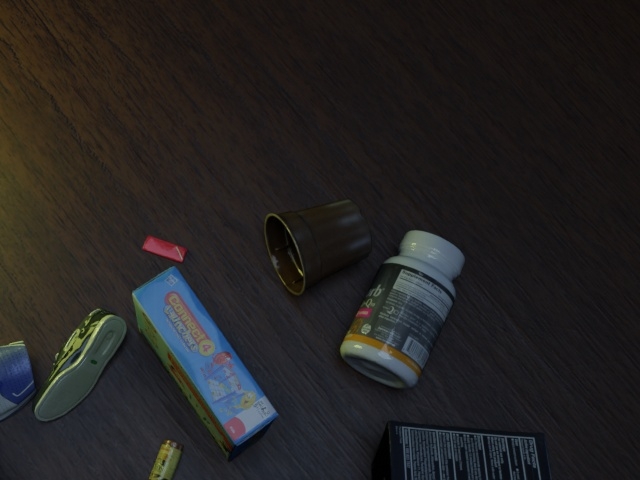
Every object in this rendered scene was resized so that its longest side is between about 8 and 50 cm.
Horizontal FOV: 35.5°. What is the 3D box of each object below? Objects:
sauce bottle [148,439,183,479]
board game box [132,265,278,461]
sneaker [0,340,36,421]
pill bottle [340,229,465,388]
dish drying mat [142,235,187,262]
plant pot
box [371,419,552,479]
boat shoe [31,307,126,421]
[{"bbox_3d":[-0.289,0.428,1.818,0.042,0.042,0.128,19,69,-2],"label":"sauce bottle"},{"bbox_3d":[-0.207,0.227,1.757,0.086,0.302,0.308,-33,80,-16],"label":"board game box"},{"bbox_3d":[-0.659,0.274,1.741,0.315,0.182,0.127,-20,78,-13],"label":"sneaker"},{"bbox_3d":[0.163,0.130,1.915,0.162,0.162,0.278,27,70,1],"label":"pill bottle"},{"bbox_3d":[-0.305,0.017,1.964,0.083,0.008,0.032,20,72,-2],"label":"dish drying mat"},{"bbox_3d":[0.000,0.000,1.940,0.165,0.167,0.167,-21,77,-21],"label":"plant pot"},{"bbox_3d":[0.251,0.496,1.757,0.294,0.183,0.296,6,49,-6],"label":"box"},{"bbox_3d":[-0.455,0.230,1.852,0.079,0.084,0.233,24,74,40],"label":"boat shoe"}]
